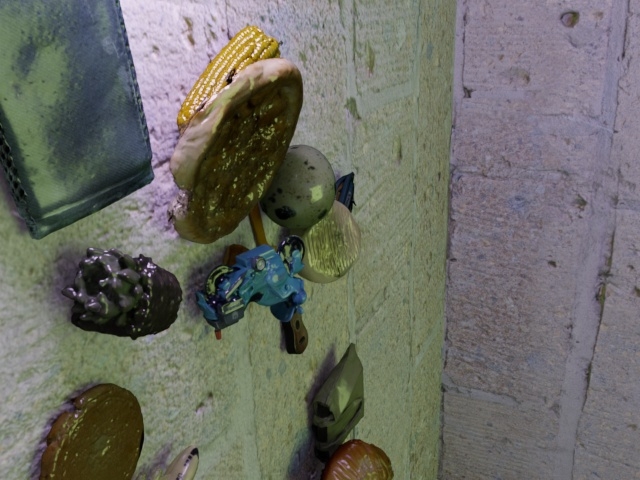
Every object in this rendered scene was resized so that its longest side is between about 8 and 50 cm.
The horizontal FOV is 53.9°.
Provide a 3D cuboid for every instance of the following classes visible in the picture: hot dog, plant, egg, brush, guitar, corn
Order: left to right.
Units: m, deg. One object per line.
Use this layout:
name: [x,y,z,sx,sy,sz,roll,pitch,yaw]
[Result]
plant: [-0.306,0.084,0.966,0.194,0.132,0.129,38,59,-69]
corn: [-0.174,-0.300,1.188,0.313,0.102,0.102,-61,148,-37]
brush: [-0.140,-0.012,1.454,0.103,0.013,0.272,-55,143,-47]
guitar: [-0.077,0.167,1.617,0.084,0.038,0.271,-49,134,-60]
egg: [-0.050,-0.128,1.427,0.228,0.177,0.177,-75,159,-49]
hot dog: [0.053,0.758,1.844,0.367,0.196,0.365,-55,159,-11]

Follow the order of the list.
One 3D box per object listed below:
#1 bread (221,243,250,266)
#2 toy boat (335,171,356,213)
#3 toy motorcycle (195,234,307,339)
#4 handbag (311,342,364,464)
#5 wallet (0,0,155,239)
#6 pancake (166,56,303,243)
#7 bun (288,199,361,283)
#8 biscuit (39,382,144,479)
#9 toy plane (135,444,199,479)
bread: [-0.164,0.055,1.370,0.132,0.053,0.074,35,65,-60]
toy boat: [0.065,-0.095,1.788,0.093,0.103,0.246,80,22,-59]
toy motorcycle: [-0.131,0.104,1.300,0.272,0.124,0.182,-23,118,-37]
handbag: [0.063,0.513,1.946,0.253,0.109,0.315,-46,144,-46]
wallet: [-0.351,-0.200,0.855,0.237,0.075,0.342,-42,137,-47]
pancake: [-0.154,-0.155,1.163,0.382,0.071,0.382,-53,163,-23]
bun: [0.000,0.000,1.616,0.237,0.116,0.209,-30,104,-44]
biscuit: [-0.365,0.341,1.012,0.226,0.042,0.225,-33,128,-58]
toy plane: [-0.289,0.486,1.149,0.229,0.092,0.244,48,37,-24]
